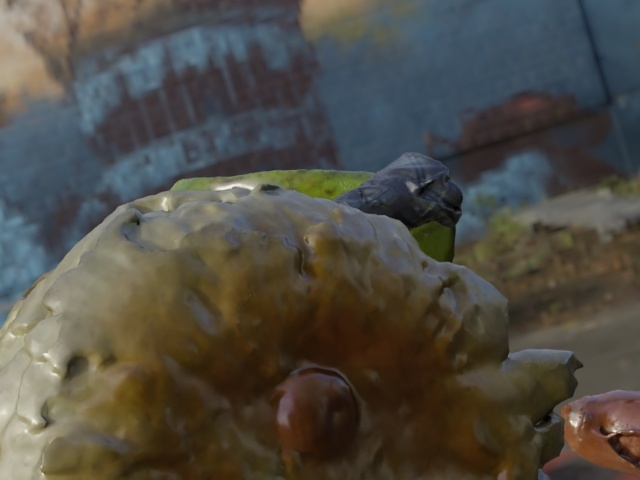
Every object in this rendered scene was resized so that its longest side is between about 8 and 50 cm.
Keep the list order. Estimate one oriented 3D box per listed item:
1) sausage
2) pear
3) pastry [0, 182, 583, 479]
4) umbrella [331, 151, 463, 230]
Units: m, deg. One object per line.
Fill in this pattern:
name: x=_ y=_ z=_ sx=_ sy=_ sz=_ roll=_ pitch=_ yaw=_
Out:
sausage: x=0.346 y=0.205 z=1.459 sx=0.087 sy=0.327 sz=0.079 roll=-51 pitch=-16 yaw=-35
pear: x=-0.027 y=0.011 z=1.749 sx=0.238 sy=0.164 sz=0.255 roll=-7 pitch=-7 yaw=40
pastry: x=-0.033 y=0.122 z=0.854 sx=0.330 sy=0.329 sz=0.136 roll=-20 pitch=6 yaw=-32
umbrella: x=0.001 y=0.002 z=1.370 sx=0.224 sy=0.071 sz=0.080 roll=-21 pitch=24 yaw=-22
